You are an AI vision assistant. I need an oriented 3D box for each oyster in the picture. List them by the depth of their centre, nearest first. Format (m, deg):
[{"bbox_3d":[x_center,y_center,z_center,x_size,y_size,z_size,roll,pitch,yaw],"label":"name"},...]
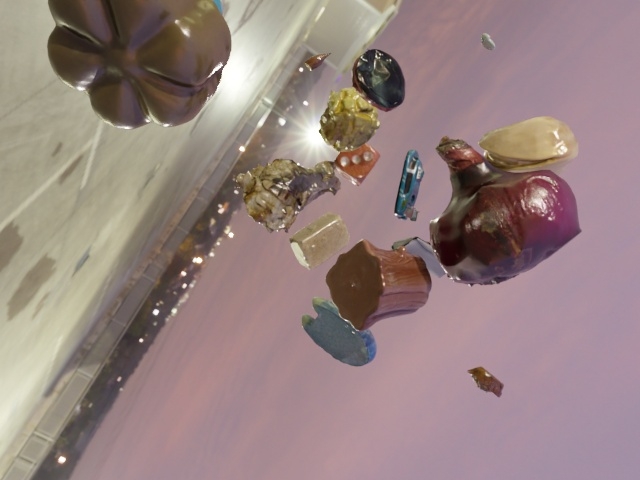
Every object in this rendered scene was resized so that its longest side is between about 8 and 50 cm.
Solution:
[{"bbox_3d":[-0.066,-0.130,1.360,0.133,0.198,0.336,-14,-178,43],"label":"oyster"}]

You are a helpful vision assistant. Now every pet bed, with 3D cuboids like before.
[{"bbox_3d":[0.184,-0.501,1.558,0.053,0.201,0.201,-19,-140,58],"label":"pet bed"}]

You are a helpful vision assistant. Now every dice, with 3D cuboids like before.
[{"bbox_3d":[0.163,-0.373,2.343,0.174,0.179,0.175,-55,179,1],"label":"dice"}]

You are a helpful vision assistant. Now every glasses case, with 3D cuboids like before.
[{"bbox_3d":[0.428,0.054,2.073,0.128,0.308,0.083,-34,-136,33],"label":"glasses case"}]

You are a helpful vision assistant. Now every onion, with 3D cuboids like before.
[{"bbox_3d":[0.456,-0.104,1.360,0.397,0.421,0.398,-21,170,-4],"label":"onion"}]

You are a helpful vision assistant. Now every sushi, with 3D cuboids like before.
[{"bbox_3d":[0.483,0.413,1.464,0.060,0.118,0.061,-51,162,7],"label":"sushi"}]

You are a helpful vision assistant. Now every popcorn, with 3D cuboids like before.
[{"bbox_3d":[0.100,-0.463,1.903,0.249,0.249,0.225,-49,-130,34],"label":"popcorn"}]

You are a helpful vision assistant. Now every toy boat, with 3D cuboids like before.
[{"bbox_3d":[0.086,0.354,1.981,0.123,0.329,0.215,-42,163,-53],"label":"toy boat"},{"bbox_3d":[0.390,-0.233,2.101,0.134,0.092,0.299,25,76,-61],"label":"toy boat"}]

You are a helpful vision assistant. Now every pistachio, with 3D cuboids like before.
[{"bbox_3d":[0.718,-0.311,1.743,0.320,0.229,0.238,2,-152,24],"label":"pistachio"}]

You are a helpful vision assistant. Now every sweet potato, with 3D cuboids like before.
[{"bbox_3d":[-0.007,-0.725,2.009,0.117,0.049,0.049,-29,-166,0],"label":"sweet potato"}]

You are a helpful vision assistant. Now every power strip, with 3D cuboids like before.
[{"bbox_3d":[0.579,-0.686,1.745,0.055,0.083,0.035,41,-83,34],"label":"power strip"}]

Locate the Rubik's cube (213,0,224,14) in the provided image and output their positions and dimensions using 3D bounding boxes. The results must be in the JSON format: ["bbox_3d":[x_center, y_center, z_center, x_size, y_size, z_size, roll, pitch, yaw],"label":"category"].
[{"bbox_3d":[-0.417,-0.750,1.585,0.265,0.213,0.224,-20,-157,-30],"label":"Rubik's cube"}]

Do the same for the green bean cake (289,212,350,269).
[{"bbox_3d":[0.000,0.000,1.586,0.179,0.109,0.085,-32,-153,-21],"label":"green bean cake"}]

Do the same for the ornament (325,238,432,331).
[{"bbox_3d":[0.164,0.119,1.356,0.221,0.217,0.236,-4,-95,50],"label":"ornament"}]

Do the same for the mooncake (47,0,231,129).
[{"bbox_3d":[-0.490,-0.533,1.371,0.467,0.466,0.262,-47,-161,39],"label":"mooncake"}]
